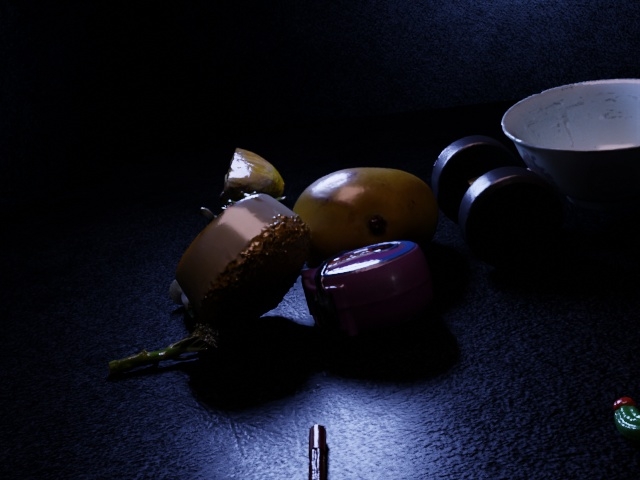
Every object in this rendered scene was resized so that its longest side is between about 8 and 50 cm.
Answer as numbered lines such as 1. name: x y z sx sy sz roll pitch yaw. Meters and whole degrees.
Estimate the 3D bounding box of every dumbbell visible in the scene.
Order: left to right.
1. dumbbell: 0.365 -0.087 1.963 0.204 0.203 0.322 -12 22 -3

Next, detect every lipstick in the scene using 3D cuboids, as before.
1. lipstick: -0.005 0.300 1.240 0.027 0.027 0.176 -10 17 4

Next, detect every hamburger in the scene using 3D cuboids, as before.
1. hamburger: -0.139 0.049 1.790 0.276 0.179 0.294 -37 -12 -35

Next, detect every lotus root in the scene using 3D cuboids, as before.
1. lotus root: -0.205 -0.148 2.755 0.180 0.199 0.188 15 54 -10

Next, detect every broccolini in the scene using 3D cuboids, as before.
1. broccolini: -0.290 0.200 1.718 0.216 0.058 0.067 -11 19 2

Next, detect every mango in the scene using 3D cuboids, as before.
1. mango: 0.105 -0.047 2.018 0.300 0.232 0.446 -7 6 17

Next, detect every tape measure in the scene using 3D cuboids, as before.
1. tape measure: 0.088 0.091 1.704 0.232 0.149 0.245 -14 9 -2

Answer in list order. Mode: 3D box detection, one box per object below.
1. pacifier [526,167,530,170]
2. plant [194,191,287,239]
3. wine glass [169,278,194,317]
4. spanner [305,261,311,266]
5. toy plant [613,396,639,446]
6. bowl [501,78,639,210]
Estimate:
1. pacifier: 0.524 -0.132 2.343 0.099 0.081 0.078 -32 -19 2
2. plant: -0.194 -0.047 2.338 0.251 0.180 0.333 -2 11 -9
3. wine glass: -0.268 0.123 1.961 0.073 0.073 0.155 -18 13 -22
4. spanner: 0.091 0.004 2.217 0.316 0.024 0.087 -23 18 -31
5. toy plant: 0.442 0.206 1.153 0.155 0.088 0.240 -31 13 -14
6. bowl: 0.614 -0.186 1.989 0.435 0.196 0.435 -8 26 4
